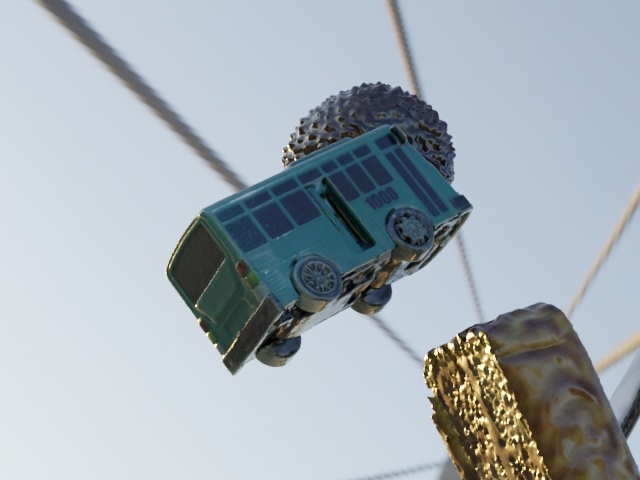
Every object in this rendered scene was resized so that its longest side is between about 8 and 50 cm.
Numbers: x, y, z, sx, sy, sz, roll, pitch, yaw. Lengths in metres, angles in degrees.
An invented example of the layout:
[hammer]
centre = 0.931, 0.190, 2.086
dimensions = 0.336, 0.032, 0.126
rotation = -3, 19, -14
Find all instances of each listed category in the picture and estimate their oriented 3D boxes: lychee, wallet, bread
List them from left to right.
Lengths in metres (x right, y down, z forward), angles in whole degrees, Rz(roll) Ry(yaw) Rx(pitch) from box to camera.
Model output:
[lychee]
centre = 0.048, -0.081, 1.698
dimensions = 0.188, 0.188, 0.188
rotation = 20, -26, 11
[bread]
centre = 0.182, 0.169, 1.351
dimensions = 0.222, 0.096, 0.181
rotation = 67, -22, 12
[wallet]
centre = 0.341, 0.121, 1.638
dimensions = 0.025, 0.244, 0.124
rotation = 32, -9, 4

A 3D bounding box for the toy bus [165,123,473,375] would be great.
[toy bus]
centre = 0.000, 0.000, 1.441
dimensions = 0.147, 0.256, 0.128
rotation = 52, -39, 13
